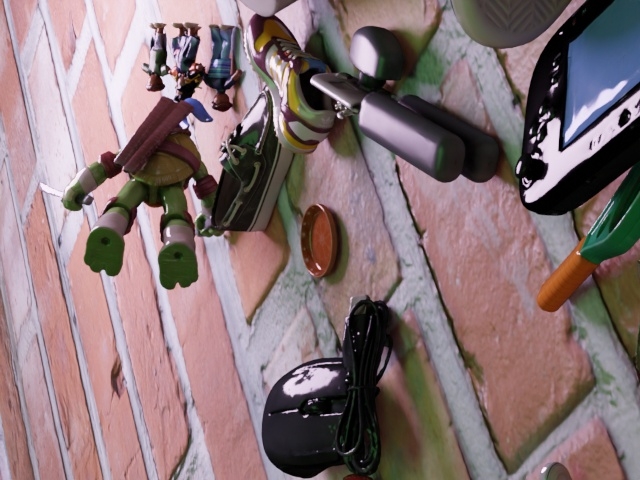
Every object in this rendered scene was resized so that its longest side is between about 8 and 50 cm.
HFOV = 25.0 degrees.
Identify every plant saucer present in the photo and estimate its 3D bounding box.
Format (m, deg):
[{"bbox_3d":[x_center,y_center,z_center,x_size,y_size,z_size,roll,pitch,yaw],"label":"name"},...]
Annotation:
[{"bbox_3d":[0.000,0.000,1.624,0.083,0.013,0.083,11,102,63],"label":"plant saucer"}]

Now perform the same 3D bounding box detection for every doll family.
[{"bbox_3d":[-0.169,-0.227,1.890,0.193,0.076,0.111,13,99,61],"label":"doll family"}]

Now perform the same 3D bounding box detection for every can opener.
[{"bbox_3d":[0.075,-0.131,1.382,0.280,0.074,0.093,46,132,54],"label":"can opener"}]

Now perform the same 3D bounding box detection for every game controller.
[{"bbox_3d":[0.232,-0.142,1.031,0.319,0.067,0.166,134,141,-56],"label":"game controller"}]

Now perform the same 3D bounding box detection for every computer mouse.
[{"bbox_3d":[-0.008,0.178,1.558,0.272,0.072,0.188,137,141,-61],"label":"computer mouse"}]

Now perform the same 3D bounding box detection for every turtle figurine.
[{"bbox_3d":[-0.221,-0.026,1.836,0.274,0.198,0.266,-37,27,24],"label":"turtle figurine"}]

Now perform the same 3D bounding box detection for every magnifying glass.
[{"bbox_3d":[0.219,-0.005,1.111,0.092,0.026,0.231,-61,-2,-31],"label":"magnifying glass"}]

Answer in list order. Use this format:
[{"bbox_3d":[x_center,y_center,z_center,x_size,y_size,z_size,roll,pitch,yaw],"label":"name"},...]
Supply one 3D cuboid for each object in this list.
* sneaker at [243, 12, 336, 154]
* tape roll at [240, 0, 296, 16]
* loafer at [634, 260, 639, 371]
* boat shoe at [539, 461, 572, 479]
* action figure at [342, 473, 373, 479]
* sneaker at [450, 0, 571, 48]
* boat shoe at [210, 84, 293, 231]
[{"bbox_3d":[-0.026,-0.191,1.609,0.084,0.069,0.185,-46,58,47],"label":"sneaker"},{"bbox_3d":[-0.124,-0.423,1.553,0.392,0.072,0.392,56,171,14],"label":"tape roll"},{"bbox_3d":[0.257,0.035,1.044,0.050,0.056,0.148,24,104,64],"label":"loafer"},{"bbox_3d":[0.206,0.232,1.189,0.035,0.035,0.100,-13,84,58],"label":"boat shoe"},{"bbox_3d":[0.034,0.375,1.445,0.091,0.139,0.280,-37,58,28],"label":"action figure"},{"bbox_3d":[0.140,-0.324,1.173,0.148,0.131,0.350,-1,82,63],"label":"sneaker"},{"bbox_3d":[-0.082,-0.097,1.721,0.078,0.070,0.219,-121,37,-45],"label":"boat shoe"}]
